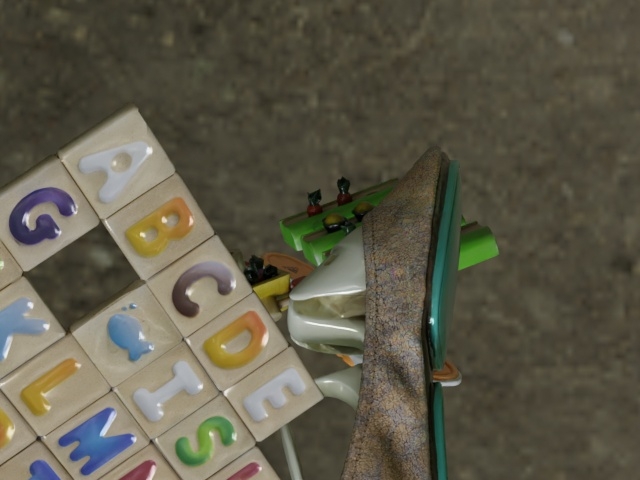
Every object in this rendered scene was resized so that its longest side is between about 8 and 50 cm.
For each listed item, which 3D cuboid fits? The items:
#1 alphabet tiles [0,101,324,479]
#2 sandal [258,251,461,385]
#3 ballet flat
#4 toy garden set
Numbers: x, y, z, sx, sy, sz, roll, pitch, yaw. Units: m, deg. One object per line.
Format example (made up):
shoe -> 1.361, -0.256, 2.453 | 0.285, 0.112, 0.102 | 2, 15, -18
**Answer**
alphabet tiles -> -0.112, 0.077, 0.899 | 0.198, 0.009, 0.237 | -35, 128, -5
sandal -> 0.032, 0.054, 1.872 | 0.102, 0.265, 0.076 | 0, 117, -45
ballet flat -> 0.029, 0.074, 1.188 | 0.106, 0.316, 0.107 | 1, 145, 5
toy garden set -> 0.000, 0.000, 1.532 | 0.204, 0.244, 0.049 | -20, 105, -11
